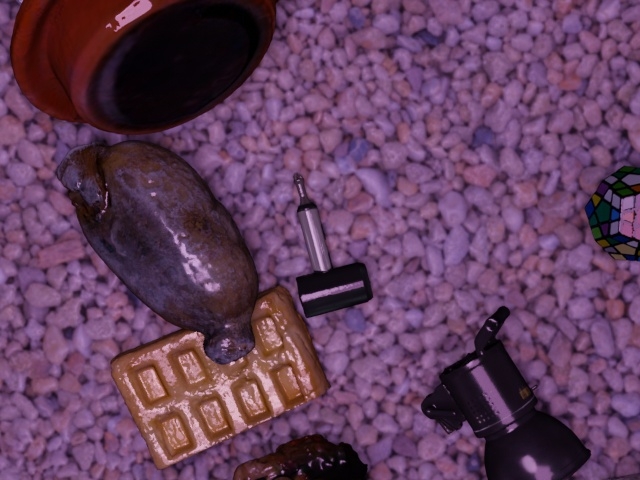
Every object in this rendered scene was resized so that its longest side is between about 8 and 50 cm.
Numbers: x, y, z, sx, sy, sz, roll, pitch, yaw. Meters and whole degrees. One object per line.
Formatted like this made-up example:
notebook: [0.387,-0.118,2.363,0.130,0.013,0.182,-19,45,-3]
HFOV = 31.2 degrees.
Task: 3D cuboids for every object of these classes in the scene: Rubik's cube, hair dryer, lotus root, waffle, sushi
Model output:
Rubik's cube: [0.421,-0.035,1.531,0.112,0.133,0.133,-30,94,28]
hair dryer: [0.000,0.000,1.562,0.100,0.057,0.197,-16,89,-1]
lotus root: [-0.190,0.005,1.494,0.175,0.175,0.349,-40,85,2]
waffle: [-0.139,0.188,1.566,0.274,0.057,0.168,-24,93,1]
sushi: [-0.036,0.360,1.496,0.225,0.238,0.218,4,84,0]

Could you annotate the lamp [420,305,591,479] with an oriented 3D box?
lamp: [0.236,0.230,1.548,0.172,0.147,0.227,-35,85,25]

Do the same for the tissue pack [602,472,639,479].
tissue pack: [0.440,0.348,1.583,0.083,0.062,0.042,-11,90,-1]

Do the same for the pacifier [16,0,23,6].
pacifier: [-0.267,-0.393,1.436,0.244,0.233,0.299,34,94,-6]

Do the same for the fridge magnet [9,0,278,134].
fridge magnet: [-0.199,-0.262,1.392,0.364,0.363,0.155,-33,68,2]
